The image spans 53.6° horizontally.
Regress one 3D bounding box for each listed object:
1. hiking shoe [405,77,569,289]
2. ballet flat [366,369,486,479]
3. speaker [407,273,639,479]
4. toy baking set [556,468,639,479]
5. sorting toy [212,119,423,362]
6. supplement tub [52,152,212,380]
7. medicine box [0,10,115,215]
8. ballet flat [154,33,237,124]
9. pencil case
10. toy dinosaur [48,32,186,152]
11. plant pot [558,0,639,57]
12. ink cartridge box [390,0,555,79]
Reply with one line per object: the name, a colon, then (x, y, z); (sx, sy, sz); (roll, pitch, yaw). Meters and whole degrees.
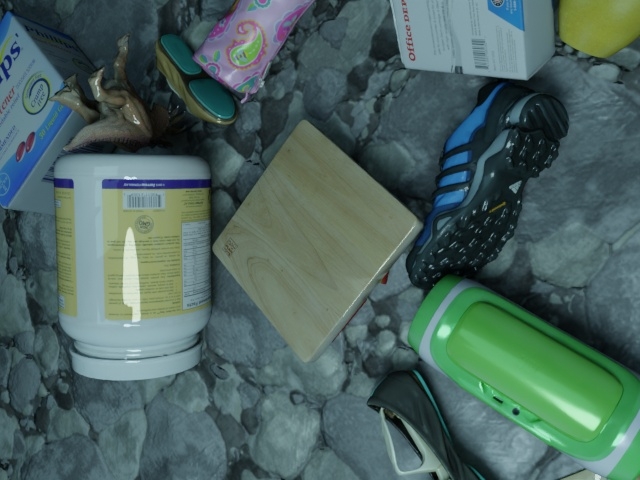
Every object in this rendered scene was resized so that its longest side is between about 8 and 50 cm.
hiking shoe: (0.206, -0.071, 0.856); (0.304, 0.113, 0.132); (-58, 33, 19)
ballet flat: (0.153, 0.306, 0.836); (0.096, 0.095, 0.280); (-25, 62, -17)
speaker: (0.258, 0.161, 0.774); (0.296, 0.131, 0.131); (32, 101, 25)
toy baking set: (0.350, 0.361, 0.765); (0.256, 0.030, 0.197); (40, 104, 25)
sorting toy: (0.000, 0.000, 0.941); (0.257, 0.089, 0.255); (46, 107, 31)
supplement tub: (-0.292, 0.030, 1.007); (0.241, 0.241, 0.331); (5, 98, 29)
medicine box: (-0.551, -0.241, 1.235); (0.263, 0.149, 0.289); (-49, 67, 16)
ballet flat: (-0.220, -0.266, 1.113); (0.232, 0.080, 0.073); (55, 138, 23)
pencil case: (-0.083, -0.365, 1.013); (0.124, 0.124, 0.284); (45, 107, 24)
toy dinosaur: (-0.310, -0.196, 1.027); (0.127, 0.200, 0.296); (-28, 31, 13)
plant pot: (0.348, -0.283, 0.777); (0.134, 0.134, 0.095); (39, 130, 25)
ink cartridge box: (0.193, -0.294, 0.817); (0.190, 0.140, 0.082); (21, 51, 42)
